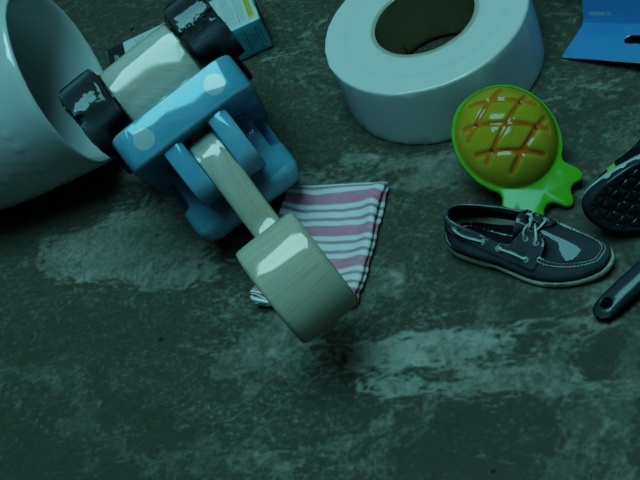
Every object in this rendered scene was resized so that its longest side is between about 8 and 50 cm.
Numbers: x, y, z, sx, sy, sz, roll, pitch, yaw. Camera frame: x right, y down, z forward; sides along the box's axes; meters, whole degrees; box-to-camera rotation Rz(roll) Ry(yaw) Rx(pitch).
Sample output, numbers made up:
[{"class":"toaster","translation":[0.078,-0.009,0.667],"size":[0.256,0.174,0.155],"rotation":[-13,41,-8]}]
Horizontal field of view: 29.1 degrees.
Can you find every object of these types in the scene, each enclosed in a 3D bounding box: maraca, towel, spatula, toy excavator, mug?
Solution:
[{"class":"maraca","translation":[0.234,-0.106,1.484],"size":[0.127,0.099,0.186],"rotation":[-30,70,2]},{"class":"towel","translation":[0.000,0.000,1.547],"size":[0.144,0.029,0.197],"rotation":[-2,50,24]},{"class":"spatula","translation":[0.413,-0.010,1.352],"size":[0.296,0.030,0.084],"rotation":[-37,44,-7]},{"class":"toy excavator","translation":[-0.107,-0.079,1.522],"size":[0.222,0.433,0.445],"rotation":[-39,85,-1]},{"class":"mug","translation":[-0.494,-0.186,1.819],"size":[0.328,0.276,0.374],"rotation":[-23,14,16]}]

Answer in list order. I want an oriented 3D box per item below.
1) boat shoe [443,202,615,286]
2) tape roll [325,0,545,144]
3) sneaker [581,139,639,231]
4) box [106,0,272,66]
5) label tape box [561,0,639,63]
[{"class":"boat shoe","translation":[0.232,-0.001,1.408],"size":[0.206,0.065,0.075],"rotation":[11,57,33]},{"class":"tape roll","translation":[0.154,-0.264,1.658],"size":[0.286,0.100,0.286],"rotation":[-14,46,15]},{"class":"sneaker","translation":[0.396,-0.090,1.417],"size":[0.234,0.084,0.097],"rotation":[-31,20,-3]},{"class":"box","translation":[-0.201,-0.293,1.884],"size":[0.244,0.060,0.100],"rotation":[-24,44,5]},{"class":"label tape box","translation":[0.469,-0.376,1.579],"size":[0.240,0.106,0.334],"rotation":[13,57,43]}]
